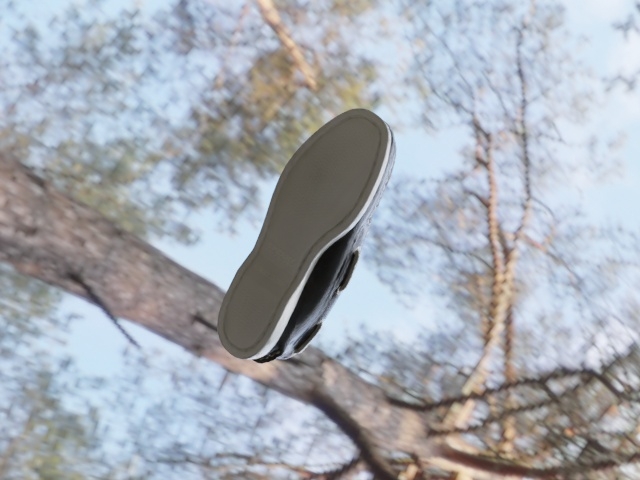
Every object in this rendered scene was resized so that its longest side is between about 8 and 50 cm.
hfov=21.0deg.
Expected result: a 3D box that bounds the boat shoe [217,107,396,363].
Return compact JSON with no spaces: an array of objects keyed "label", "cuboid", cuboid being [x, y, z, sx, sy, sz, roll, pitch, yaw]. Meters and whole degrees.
[{"label":"boat shoe","cuboid":[0.000,0.000,0.761,0.046,0.038,0.125,35,-76,35]}]
